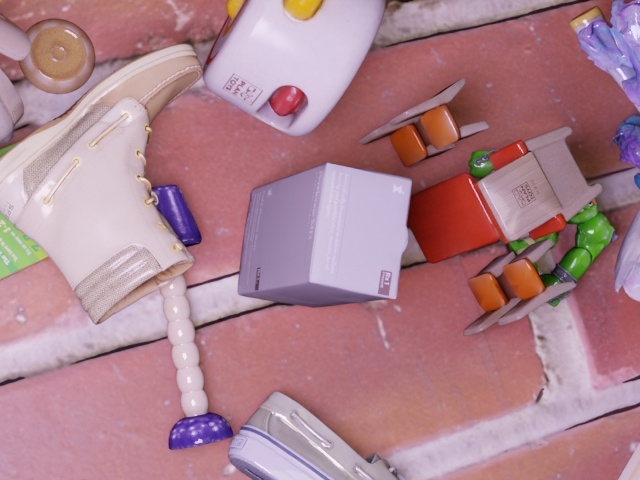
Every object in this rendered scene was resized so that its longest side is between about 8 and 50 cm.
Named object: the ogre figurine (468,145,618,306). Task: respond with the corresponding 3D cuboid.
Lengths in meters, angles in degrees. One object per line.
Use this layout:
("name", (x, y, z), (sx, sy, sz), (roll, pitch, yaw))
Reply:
("ogre figurine", (0.263, -0.036, 1.689), (0.118, 0.097, 0.197), (-31, 78, -2))

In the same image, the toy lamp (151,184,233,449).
("toy lamp", (-0.149, 0.079, 1.542), (0.080, 0.080, 0.275), (-11, 89, -19))

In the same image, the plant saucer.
("plant saucer", (-0.282, -0.199, 1.562), (0.083, 0.015, 0.083), (2, 82, -18))

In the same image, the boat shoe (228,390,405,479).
("boat shoe", (0.045, 0.275, 1.569), (0.302, 0.109, 0.094), (36, 72, -9))

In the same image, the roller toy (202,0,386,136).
("roller toy", (-0.034, -0.220, 1.552), (0.146, 0.209, 0.191), (29, 104, -12))

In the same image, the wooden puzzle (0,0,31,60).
("wooden puzzle", (-0.399, -0.281, 1.386), (0.238, 0.221, 0.044), (43, 97, 28))

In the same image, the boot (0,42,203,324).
("boot", (-0.182, -0.060, 1.477), (0.262, 0.095, 0.203), (-38, 79, -15))

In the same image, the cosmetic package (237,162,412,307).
("cosmetic package", (0.000, 0.000, 1.515), (0.107, 0.238, 0.127), (11, 80, -17))

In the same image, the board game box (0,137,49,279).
("board game box", (-0.350, -0.018, 1.507), (0.259, 0.039, 0.124), (-27, 91, -22))

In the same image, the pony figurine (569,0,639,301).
("pony figurine", (0.425, -0.121, 1.643), (0.302, 0.351, 0.363), (-29, 96, 17))

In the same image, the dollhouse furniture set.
("dollhouse furniture set", (0.166, -0.034, 1.566), (0.135, 0.259, 0.262), (-29, 92, -29))

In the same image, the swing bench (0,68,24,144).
("swing bench", (-0.445, -0.098, 1.373), (0.254, 0.165, 0.253), (37, 72, -16))

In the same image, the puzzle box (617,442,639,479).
("puzzle box", (0.425, 0.227, 1.632), (0.052, 0.272, 0.409), (27, 72, 27))
